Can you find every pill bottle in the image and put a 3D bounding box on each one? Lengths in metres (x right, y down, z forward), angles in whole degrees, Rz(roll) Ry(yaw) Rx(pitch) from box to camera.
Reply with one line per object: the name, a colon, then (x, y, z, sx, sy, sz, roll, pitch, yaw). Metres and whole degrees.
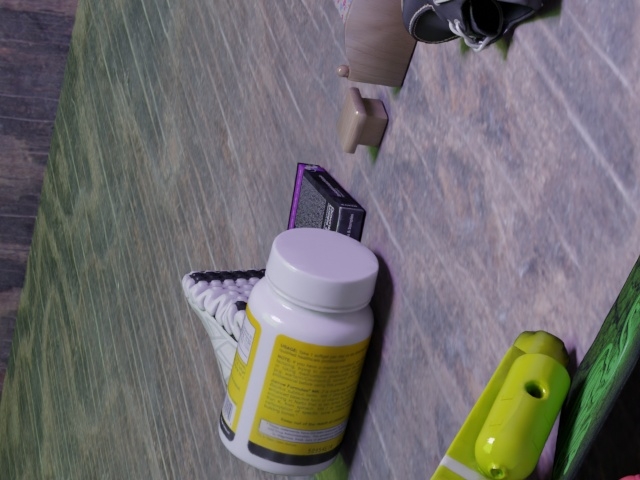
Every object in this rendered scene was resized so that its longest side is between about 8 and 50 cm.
pill bottle: (-0.018, 0.102, 1.781, 0.119, 0.119, 0.208, -114, 34, -58)

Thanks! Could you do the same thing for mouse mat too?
mouse mat: (0.185, 0.069, 1.216, 0.152, 0.007, 0.189, -68, 0, -62)

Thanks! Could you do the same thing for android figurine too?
android figurine: (0.092, 0.184, 1.309, 0.273, 0.056, 0.248, -55, -8, -46)

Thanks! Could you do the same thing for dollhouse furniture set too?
dollhouse furniture set: (-0.010, -0.316, 1.799, 0.303, 0.174, 0.355, -107, 29, -51)

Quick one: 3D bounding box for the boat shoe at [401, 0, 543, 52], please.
boat shoe: (0.117, -0.184, 1.521, 0.206, 0.075, 0.065, 152, 125, -64)

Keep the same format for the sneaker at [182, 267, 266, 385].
sneaker: (-0.078, 0.099, 2.012, 0.292, 0.110, 0.118, -142, 50, -70)

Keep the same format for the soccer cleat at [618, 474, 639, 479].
soccer cleat: (0.183, 0.201, 1.190, 0.116, 0.109, 0.318, -58, 4, -14)

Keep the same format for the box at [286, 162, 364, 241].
box: (0.000, 0.000, 1.908, 0.162, 0.029, 0.116, -128, 45, -67)
